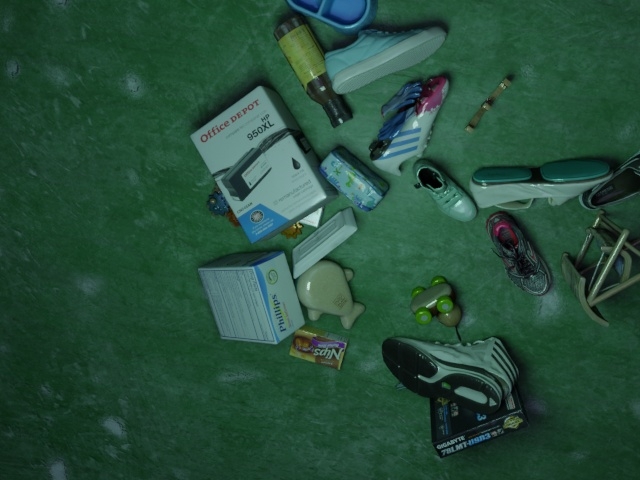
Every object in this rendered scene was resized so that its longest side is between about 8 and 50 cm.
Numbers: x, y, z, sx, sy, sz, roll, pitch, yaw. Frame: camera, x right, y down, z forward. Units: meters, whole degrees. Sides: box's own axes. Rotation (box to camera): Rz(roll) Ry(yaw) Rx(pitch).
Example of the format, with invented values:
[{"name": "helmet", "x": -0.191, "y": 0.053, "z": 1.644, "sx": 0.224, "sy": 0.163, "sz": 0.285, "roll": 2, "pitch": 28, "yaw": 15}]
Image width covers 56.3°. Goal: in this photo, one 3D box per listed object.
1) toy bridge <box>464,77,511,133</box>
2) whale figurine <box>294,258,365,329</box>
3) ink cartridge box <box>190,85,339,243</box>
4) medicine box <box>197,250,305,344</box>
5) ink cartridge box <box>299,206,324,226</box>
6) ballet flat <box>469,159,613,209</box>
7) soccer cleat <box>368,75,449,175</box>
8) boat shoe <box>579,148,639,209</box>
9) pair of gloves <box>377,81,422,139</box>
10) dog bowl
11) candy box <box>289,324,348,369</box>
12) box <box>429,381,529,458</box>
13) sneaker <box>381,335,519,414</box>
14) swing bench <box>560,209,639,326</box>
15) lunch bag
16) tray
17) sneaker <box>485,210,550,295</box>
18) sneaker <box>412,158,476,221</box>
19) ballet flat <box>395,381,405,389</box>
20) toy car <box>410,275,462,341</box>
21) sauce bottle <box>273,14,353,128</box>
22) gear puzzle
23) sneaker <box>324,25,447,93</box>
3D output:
[{"name": "toy bridge", "x": 0.493, "y": -0.397, "z": 1.777, "sx": 0.026, "sy": 0.063, "sz": 0.188, "roll": 37, "pitch": 107, "yaw": -1}, {"name": "whale figurine", "x": 0.027, "y": 0.178, "z": 2.000, "sx": 0.272, "sy": 0.141, "sz": 0.216, "roll": 44, "pitch": 79, "yaw": -26}, {"name": "ink cartridge box", "x": -0.174, "y": -0.231, "z": 1.853, "sx": 0.286, "sy": 0.166, "sz": 0.394, "roll": -31, "pitch": 86, "yaw": 15}, {"name": "medicine box", "x": -0.228, "y": 0.184, "z": 1.966, "sx": 0.290, "sy": 0.149, "sz": 0.263, "roll": -4, "pitch": 107, "yaw": 42}, {"name": "ink cartridge box", "x": -0.032, "y": -0.111, "z": 1.946, "sx": 0.089, "sy": 0.052, "sz": 0.122, "roll": 16, "pitch": 96, "yaw": 5}, {"name": "ballet flat", "x": 0.654, "y": -0.160, "z": 1.796, "sx": 0.401, "sy": 0.139, "sz": 0.139, "roll": -3, "pitch": 105, "yaw": 15}, {"name": "soccer cleat", "x": 0.291, "y": -0.342, "z": 1.819, "sx": 0.143, "sy": 0.116, "sz": 0.331, "roll": 34, "pitch": 108, "yaw": -24}, {"name": "boat shoe", "x": 0.924, "y": -0.181, "z": 1.732, "sx": 0.335, "sy": 0.119, "sz": 0.121, "roll": -35, "pitch": 97, "yaw": 17}, {"name": "pair of gloves", "x": 0.234, "y": -0.379, "z": 1.764, "sx": 0.023, "sy": 0.198, "sz": 0.159, "roll": 32, "pitch": 137, "yaw": -29}, {"name": "dog bowl", "x": 0.023, "y": -0.722, "z": 1.764, "sx": 0.298, "sy": 0.074, "sz": 0.165, "roll": 25, "pitch": 108, "yaw": 2}, {"name": "candy box", "x": -0.005, "y": 0.371, "z": 2.090, "sx": 0.187, "sy": 0.053, "sz": 0.109, "roll": 17, "pitch": 108, "yaw": 6}, {"name": "box", "x": 0.499, "y": 0.539, "z": 1.921, "sx": 0.294, "sy": 0.295, "sz": 0.073, "roll": -28, "pitch": 101, "yaw": 17}, {"name": "sneaker", "x": 0.437, "y": 0.401, "z": 1.971, "sx": 0.448, "sy": 0.258, "sz": 0.168, "roll": 18, "pitch": 120, "yaw": 40}, {"name": "swing bench", "x": 0.828, "y": 0.077, "z": 1.753, "sx": 0.165, "sy": 0.253, "sz": 0.254, "roll": 37, "pitch": 108, "yaw": -1}, {"name": "lunch bag", "x": 0.107, "y": -0.192, "z": 1.848, "sx": 0.219, "sy": 0.176, "sz": 0.090, "roll": 40, "pitch": 113, "yaw": -1}, {"name": "tray", "x": 0.000, "y": 0.000, "z": 1.936, "sx": 0.270, "sy": 0.145, "sz": 0.030, "roll": -39, "pitch": 118, "yaw": 17}, {"name": "sneaker", "x": 0.611, "y": 0.054, "z": 1.860, "sx": 0.121, "sy": 0.112, "sz": 0.299, "roll": -34, "pitch": 98, "yaw": 17}, {"name": "sneaker", "x": 0.378, "y": -0.138, "z": 1.826, "sx": 0.256, "sy": 0.151, "sz": 0.094, "roll": 42, "pitch": 107, "yaw": -5}, {"name": "ballet flat", "x": 0.344, "y": 0.466, "z": 2.058, "sx": 0.189, "sy": 0.070, "sz": 0.070, "roll": -15, "pitch": 103, "yaw": 12}, {"name": "toy car", "x": 0.397, "y": 0.240, "z": 1.940, "sx": 0.149, "sy": 0.155, "sz": 0.188, "roll": -32, "pitch": 110, "yaw": 17}, {"name": "sauce bottle", "x": -0.015, "y": -0.505, "z": 1.812, "sx": 0.112, "sy": 0.111, "sz": 0.344, "roll": -28, "pitch": 98, "yaw": 16}, {"name": "gear puzzle", "x": -0.217, "y": -0.093, "z": 2.000, "sx": 0.339, "sy": 0.044, "sz": 0.175, "roll": 28, "pitch": 108, "yaw": 1}, {"name": "sneaker", "x": 0.181, "y": -0.567, "z": 1.736, "sx": 0.366, "sy": 0.135, "sz": 0.150, "roll": -23, "pitch": 81, "yaw": -4}]
